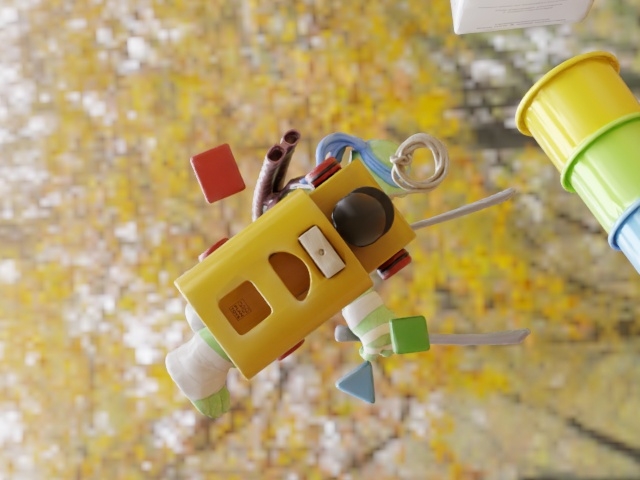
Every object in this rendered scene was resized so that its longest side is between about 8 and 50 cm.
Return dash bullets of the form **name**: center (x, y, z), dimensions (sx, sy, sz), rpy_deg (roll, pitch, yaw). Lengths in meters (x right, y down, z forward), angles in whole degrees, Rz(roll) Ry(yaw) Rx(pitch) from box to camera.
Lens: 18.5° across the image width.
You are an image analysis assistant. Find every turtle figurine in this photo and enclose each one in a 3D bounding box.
- **turtle figurine**: center (0.020, 0.051, 1.651), dimensions (0.275, 0.266, 0.197), rpy_deg (26, -145, -44)

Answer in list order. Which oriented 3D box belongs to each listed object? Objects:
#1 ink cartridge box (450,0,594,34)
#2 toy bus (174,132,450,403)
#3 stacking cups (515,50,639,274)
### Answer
- **ink cartridge box**: center (0.131, -0.251, 1.269), dimensions (0.237, 0.100, 0.172), rpy_deg (94, 169, -79)
- **toy bus**: center (-0.006, 0.012, 1.406), dimensions (0.104, 0.191, 0.202), rpy_deg (171, 106, -87)
- **stacking cups**: center (0.261, 0.004, 1.464), dimensions (0.316, 0.096, 0.096), rpy_deg (60, -175, 27)
